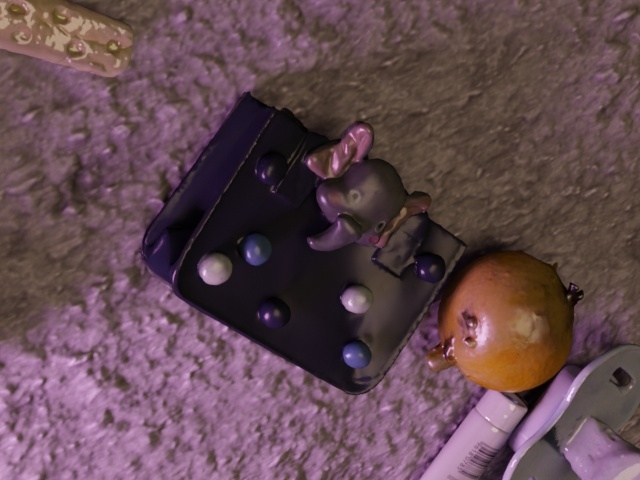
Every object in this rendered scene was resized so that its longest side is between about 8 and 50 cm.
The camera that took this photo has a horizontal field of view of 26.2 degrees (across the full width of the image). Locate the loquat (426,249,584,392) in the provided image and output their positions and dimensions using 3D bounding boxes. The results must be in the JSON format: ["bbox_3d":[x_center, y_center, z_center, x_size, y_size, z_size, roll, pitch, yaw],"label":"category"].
[{"bbox_3d":[0.218,0.102,1.648,0.204,0.149,0.172,-28,122,3],"label":"loquat"}]

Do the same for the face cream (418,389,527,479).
[{"bbox_3d":[0.177,0.292,1.762,0.092,0.058,0.244,28,102,-38],"label":"face cream"}]

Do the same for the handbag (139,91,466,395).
[{"bbox_3d":[0.000,0.000,1.521,0.325,0.118,0.269,32,94,-34],"label":"handbag"}]

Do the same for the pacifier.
[{"bbox_3d":[0.362,0.274,1.757,0.279,0.207,0.227,-52,140,1],"label":"pacifier"}]

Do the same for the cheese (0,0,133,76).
[{"bbox_3d":[-0.275,-0.209,1.339,0.194,0.043,0.065,14,104,-29],"label":"cheese"}]
